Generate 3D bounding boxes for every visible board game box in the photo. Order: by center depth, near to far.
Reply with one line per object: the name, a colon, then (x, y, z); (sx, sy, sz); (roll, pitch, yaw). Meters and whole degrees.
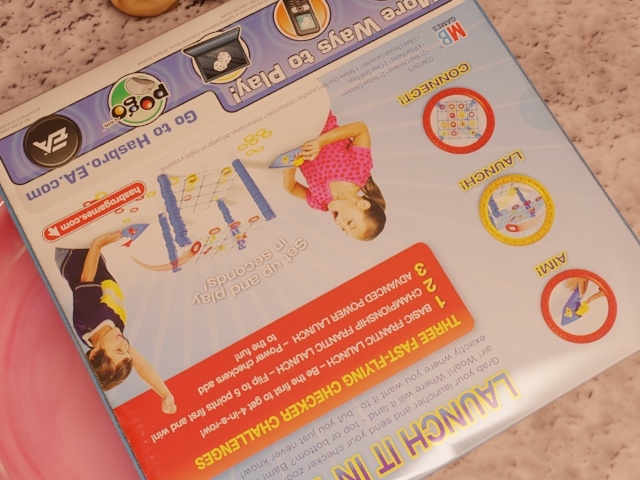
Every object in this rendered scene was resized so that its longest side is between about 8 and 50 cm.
board game box: (0.000, 0.000, 0.581); (0.308, 0.086, 0.302); (-28, 76, -7)

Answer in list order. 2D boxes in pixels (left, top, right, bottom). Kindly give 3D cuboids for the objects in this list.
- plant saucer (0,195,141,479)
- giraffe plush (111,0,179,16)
plant saucer: (-0.096, 0.079, 0.648); (0.332, 0.084, 0.332); (0, 74, 0)
giraffe plush: (-0.124, -0.304, 0.733); (0.181, 0.210, 0.170); (-17, 41, 7)
